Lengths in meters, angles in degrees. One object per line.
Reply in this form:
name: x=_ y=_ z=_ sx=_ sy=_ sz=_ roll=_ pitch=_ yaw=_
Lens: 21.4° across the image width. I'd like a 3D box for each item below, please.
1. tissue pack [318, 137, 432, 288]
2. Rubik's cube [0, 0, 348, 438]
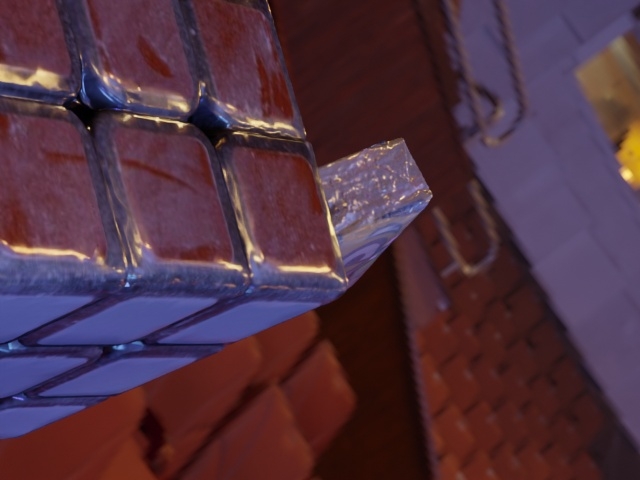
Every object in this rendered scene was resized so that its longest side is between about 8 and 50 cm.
tissue pack: x=0.000 y=0.000 z=1.186 sx=0.060 sy=0.108 sz=0.148 roll=59 pitch=-36 yaw=14
Rubik's cube: x=-0.213 y=-0.059 z=0.976 sx=0.303 sy=0.301 sz=0.305 roll=8 pitch=62 yaw=-54
